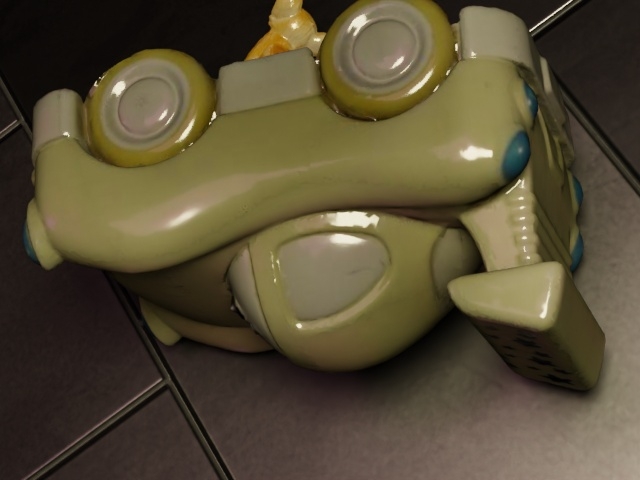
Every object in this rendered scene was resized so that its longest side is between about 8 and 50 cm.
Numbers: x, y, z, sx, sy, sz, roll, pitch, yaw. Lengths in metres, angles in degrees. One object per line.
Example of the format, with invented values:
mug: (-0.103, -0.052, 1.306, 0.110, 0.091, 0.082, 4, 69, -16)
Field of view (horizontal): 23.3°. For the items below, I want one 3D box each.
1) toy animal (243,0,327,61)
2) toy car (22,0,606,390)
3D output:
toy animal: (-0.024, -0.144, 1.182, 0.083, 0.060, 0.081, -52, 21, -2)
toy car: (0.000, 0.000, 1.016, 0.336, 0.242, 0.226, -12, 68, 15)
